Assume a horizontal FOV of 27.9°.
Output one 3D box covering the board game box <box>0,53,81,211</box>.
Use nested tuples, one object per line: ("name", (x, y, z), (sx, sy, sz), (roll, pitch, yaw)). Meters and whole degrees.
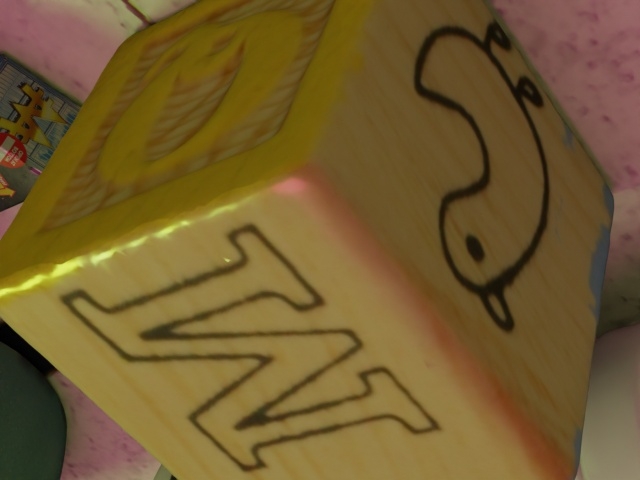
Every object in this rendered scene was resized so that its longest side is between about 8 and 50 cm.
("board game box", (-0.232, -0.073, 0.704), (0.194, 0.060, 0.194), (-6, 132, 26))

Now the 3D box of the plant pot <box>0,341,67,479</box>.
("plant pot", (-0.322, 0.205, 0.863), (0.290, 0.195, 0.290), (-4, 138, -3))

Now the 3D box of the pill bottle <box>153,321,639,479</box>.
("pill bottle", (0.071, 0.154, 0.727), (0.334, 0.188, 0.188), (-23, 122, 37))

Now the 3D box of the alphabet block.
("alphabet block", (0.000, 0.000, 0.596), (0.193, 0.192, 0.197), (-20, 126, 33))
